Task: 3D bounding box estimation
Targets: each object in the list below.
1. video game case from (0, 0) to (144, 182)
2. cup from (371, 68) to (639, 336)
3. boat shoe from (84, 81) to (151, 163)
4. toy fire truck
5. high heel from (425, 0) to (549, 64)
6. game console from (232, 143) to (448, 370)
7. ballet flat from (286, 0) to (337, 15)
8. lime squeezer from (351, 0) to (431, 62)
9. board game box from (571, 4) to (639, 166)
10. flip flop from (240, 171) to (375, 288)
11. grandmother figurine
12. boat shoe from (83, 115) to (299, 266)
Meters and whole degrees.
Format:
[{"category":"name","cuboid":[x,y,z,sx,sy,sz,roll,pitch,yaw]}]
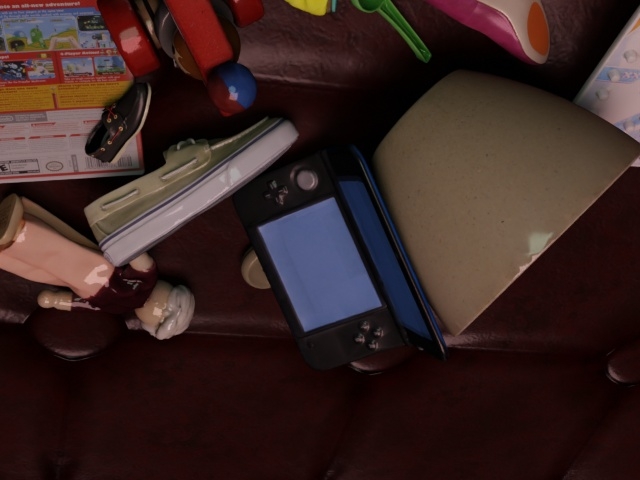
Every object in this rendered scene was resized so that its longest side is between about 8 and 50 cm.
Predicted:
[{"category":"video game case","cuboid":[-0.330,-0.189,1.274,0.204,0.025,0.285,-4,135,-7]},{"category":"cup","cuboid":[0.205,-0.076,1.309,0.237,0.331,0.331,46,123,9]},{"category":"boat shoe","cuboid":[-0.249,-0.146,1.278,0.042,0.049,0.133,14,135,-33]},{"category":"toy fire truck","cuboid":[-0.146,-0.251,1.068,0.169,0.254,0.302,-25,135,-2]},{"category":"high heel","cuboid":[0.190,-0.282,1.269,0.117,0.082,0.244,3,166,39]},{"category":"game console","cuboid":[0.017,0.036,1.349,0.250,0.173,0.293,-21,97,22]},{"category":"ballet flat","cuboid":[-0.003,-0.353,1.146,0.077,0.077,0.231,13,135,0]},{"category":"lime squeezer","cuboid":[0.076,-0.288,1.178,0.059,0.110,0.310,-43,168,-6]},{"category":"board game box","cuboid":[0.541,-0.193,1.349,0.390,0.050,0.390,3,149,-14]},{"category":"flip flop","cuboid":[0.000,0.000,1.484,0.277,0.080,0.112,-33,131,21]},{"category":"grandmother figurine","cuboid":[-0.313,0.048,1.467,0.208,0.104,0.342,-18,143,40]},{"category":"boat shoe","cuboid":[-0.170,-0.082,1.344,0.302,0.109,0.094,-34,92,-2]}]
